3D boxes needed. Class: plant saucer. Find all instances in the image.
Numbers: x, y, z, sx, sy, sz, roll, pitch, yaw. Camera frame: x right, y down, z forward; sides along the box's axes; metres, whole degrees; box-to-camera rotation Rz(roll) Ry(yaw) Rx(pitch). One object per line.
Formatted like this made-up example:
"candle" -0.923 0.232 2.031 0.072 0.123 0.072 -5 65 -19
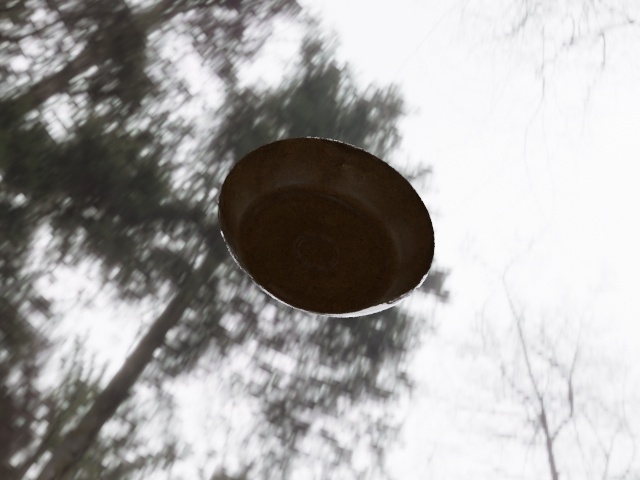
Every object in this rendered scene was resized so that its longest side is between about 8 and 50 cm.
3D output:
"plant saucer" 0.000 0.000 0.668 0.083 0.015 0.083 9 -49 11
